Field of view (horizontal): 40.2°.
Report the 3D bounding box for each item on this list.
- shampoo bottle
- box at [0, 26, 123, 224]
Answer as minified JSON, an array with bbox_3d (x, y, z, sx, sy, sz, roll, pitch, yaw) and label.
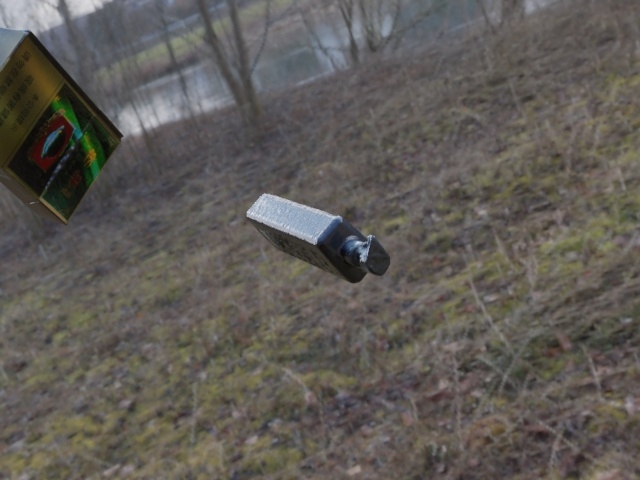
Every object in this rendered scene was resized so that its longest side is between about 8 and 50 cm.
[{"bbox_3d":[0.001,0.001,1.264,0.071,0.098,0.309,-49,30,-11],"label":"shampoo bottle"},{"bbox_3d":[-0.383,-0.148,1.167,0.071,0.240,0.159,15,68,28],"label":"box"}]
